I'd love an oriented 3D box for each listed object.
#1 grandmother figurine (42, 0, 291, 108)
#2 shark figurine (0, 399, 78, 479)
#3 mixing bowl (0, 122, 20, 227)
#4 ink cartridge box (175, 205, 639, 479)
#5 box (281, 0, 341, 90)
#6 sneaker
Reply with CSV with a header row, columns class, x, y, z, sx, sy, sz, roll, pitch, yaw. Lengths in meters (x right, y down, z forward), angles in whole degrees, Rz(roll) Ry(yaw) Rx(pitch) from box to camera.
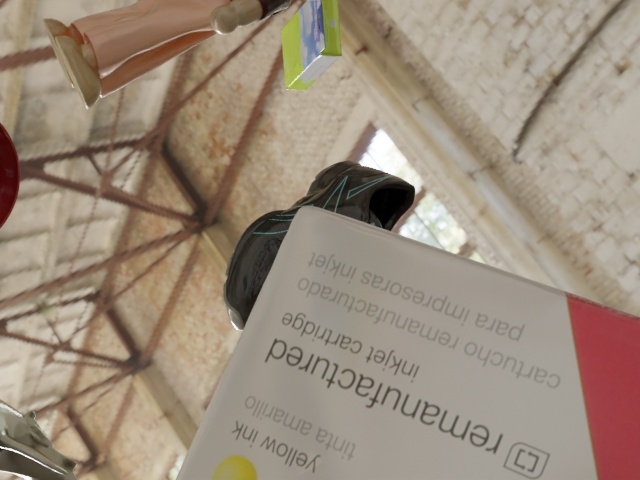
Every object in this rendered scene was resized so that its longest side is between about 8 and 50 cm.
class,x,y,z,sx,sy,sz,roll,pitch,yaw
grandmother figurine,-0.108,-0.249,1.045,0.342,0.208,0.104,-24,-46,-13
shark figurine,-0.271,0.192,0.826,0.116,0.166,0.278,-40,-38,-8
mixing bowl,-0.440,-0.077,1.127,0.181,0.181,0.098,-28,24,-27
ink cartridge box,0.054,0.217,0.428,0.385,0.279,0.160,-66,-27,-8
box,-0.013,-0.321,1.612,0.042,0.109,0.178,0,-12,-23
sneaker,0.000,0.000,1.077,0.267,0.106,0.101,-48,-48,-34
